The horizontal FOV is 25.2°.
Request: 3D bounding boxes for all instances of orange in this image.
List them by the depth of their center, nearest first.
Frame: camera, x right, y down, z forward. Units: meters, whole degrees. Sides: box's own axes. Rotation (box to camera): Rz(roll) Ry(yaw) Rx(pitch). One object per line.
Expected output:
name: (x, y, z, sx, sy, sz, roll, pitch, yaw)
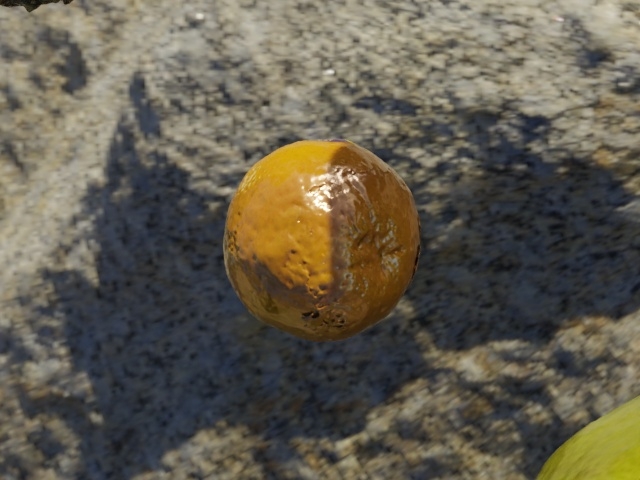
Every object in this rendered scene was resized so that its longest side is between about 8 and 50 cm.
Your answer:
orange: (0.000, 0.000, 1.531, 0.193, 0.219, 0.219, -13, 90, 39)

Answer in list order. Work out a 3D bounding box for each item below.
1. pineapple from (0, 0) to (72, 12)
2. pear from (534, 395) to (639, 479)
pineapple: (-0.255, -0.199, 0.843, 0.248, 0.128, 0.128, 2, 97, 8)
pear: (0.256, 0.230, 0.636, 0.352, 0.352, 0.413, -48, 44, 21)
